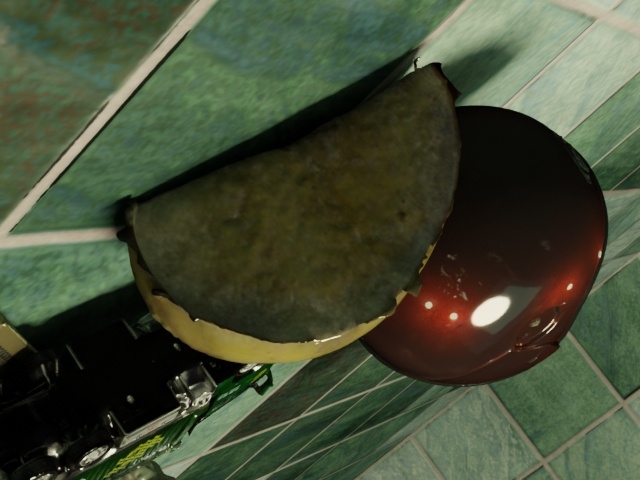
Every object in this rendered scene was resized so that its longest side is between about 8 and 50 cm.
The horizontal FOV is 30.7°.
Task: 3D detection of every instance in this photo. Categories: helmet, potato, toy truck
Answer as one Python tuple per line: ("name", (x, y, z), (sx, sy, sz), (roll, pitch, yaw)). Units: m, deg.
("helmet", (0.102, 0.001, 0.859), (0.216, 0.189, 0.193), (-38, 150, 13))
("potato", (0.000, 0.000, 0.739), (0.243, 0.138, 0.098), (-28, 167, -20))
("toy truck", (-0.148, 0.113, 0.786), (0.259, 0.088, 0.121), (-26, 162, -34))

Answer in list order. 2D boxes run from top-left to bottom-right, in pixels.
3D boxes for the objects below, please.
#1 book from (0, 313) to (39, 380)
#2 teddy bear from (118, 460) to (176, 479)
("book", (-0.268, 0.119, 0.731), (0.199, 0.016, 0.138), (-34, 165, -10))
("teddy bear", (-0.240, 0.334, 1.175), (0.267, 0.151, 0.236), (-35, 163, -9))
